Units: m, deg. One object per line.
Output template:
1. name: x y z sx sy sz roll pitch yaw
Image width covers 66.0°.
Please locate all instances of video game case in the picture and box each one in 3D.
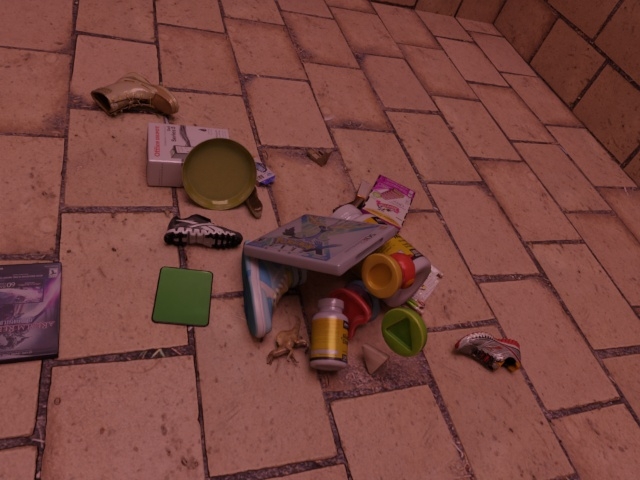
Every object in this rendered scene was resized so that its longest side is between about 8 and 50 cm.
1. video game case: 0.000 0.000 1.400 0.328 0.036 0.300 9 26 35
2. video game case: -0.748 0.172 1.209 0.196 0.026 0.274 -2 50 -23

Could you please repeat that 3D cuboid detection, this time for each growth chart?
1. growth chart: 0.316 0.130 1.663 0.172 0.021 0.237 34 46 11

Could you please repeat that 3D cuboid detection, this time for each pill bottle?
1. pill bottle: 0.170 0.037 1.561 0.187 0.188 0.334 -25 56 -36
2. pill bottle: 0.025 0.256 1.348 0.103 0.103 0.184 9 65 -14

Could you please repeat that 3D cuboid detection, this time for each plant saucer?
1. plant saucer: -0.327 -0.217 1.595 0.240 0.241 0.037 1 22 -20

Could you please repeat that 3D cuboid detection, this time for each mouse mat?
1. mouse mat: -0.382 0.154 1.379 0.152 0.007 0.190 8 47 -15

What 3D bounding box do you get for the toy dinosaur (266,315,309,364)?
1. toy dinosaur: -0.074 0.275 1.359 0.092 0.053 0.183 32 46 10

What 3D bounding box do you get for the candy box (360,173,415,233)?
1. candy box: 0.246 -0.129 1.830 0.159 0.071 0.233 27 46 2

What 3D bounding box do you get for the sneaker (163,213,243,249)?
1. sneaker: -0.354 -0.035 1.509 0.234 0.078 0.106 4 51 -15

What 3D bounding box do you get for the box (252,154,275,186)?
1. box: -0.228 -0.247 1.783 0.136 0.028 0.081 45 49 16

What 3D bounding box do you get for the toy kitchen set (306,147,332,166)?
1. toy kitchen set: 0.005 -0.351 1.931 0.083 0.075 0.068 41 47 11

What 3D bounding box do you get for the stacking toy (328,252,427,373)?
1. stacking toy: 0.184 0.197 1.380 0.130 0.309 0.280 -16 70 -45

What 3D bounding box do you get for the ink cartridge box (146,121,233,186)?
1. ink cartridge box: -0.446 -0.285 1.669 0.272 0.115 0.198 0 50 -21

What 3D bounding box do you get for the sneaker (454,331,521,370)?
1. sneaker: 0.518 0.342 1.505 0.225 0.088 0.093 12 48 -11

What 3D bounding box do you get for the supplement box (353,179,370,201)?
1. supplement box: 0.153 -0.171 1.838 0.036 0.062 0.098 21 47 -1

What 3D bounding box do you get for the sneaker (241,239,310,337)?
1. sneaker: -0.116 0.130 1.422 0.208 0.127 0.319 3 50 -17

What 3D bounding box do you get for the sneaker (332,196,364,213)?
1. sneaker: 0.084 -0.104 1.736 0.071 0.066 0.188 34 55 14

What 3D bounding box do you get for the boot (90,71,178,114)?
1. boot: -0.673 -0.509 1.794 0.261 0.095 0.203 33 46 11

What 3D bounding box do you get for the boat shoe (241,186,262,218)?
1. boat shoe: -0.234 -0.139 1.679 0.056 0.048 0.153 -17 51 -20
